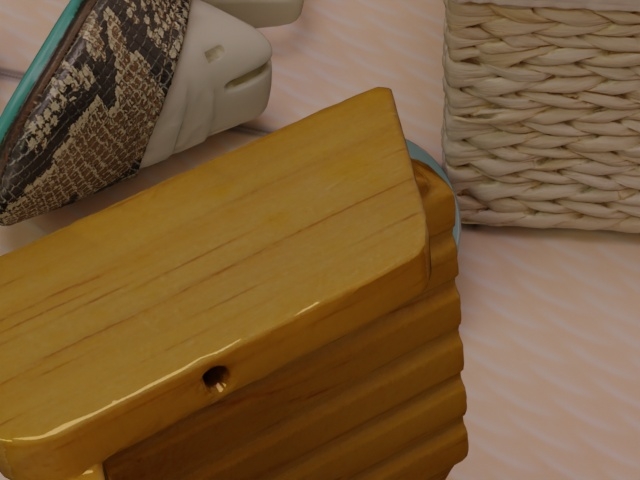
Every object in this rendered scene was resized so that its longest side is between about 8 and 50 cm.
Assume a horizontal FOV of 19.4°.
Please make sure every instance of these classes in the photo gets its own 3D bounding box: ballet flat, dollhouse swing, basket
[{"bbox_3d":[-0.101,-0.186,1.369,0.182,0.164,0.483,20,48,-8],"label":"ballet flat"},{"bbox_3d":[0.009,0.183,0.884,0.315,0.347,0.305,-26,45,-19],"label":"dollhouse swing"},{"bbox_3d":[0.244,-0.198,1.281,0.331,0.266,0.328,2,50,4],"label":"basket"}]

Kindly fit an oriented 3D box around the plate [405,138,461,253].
[{"bbox_3d":[0.000,0.000,1.236,0.188,0.024,0.188,-11,56,17],"label":"plate"}]
